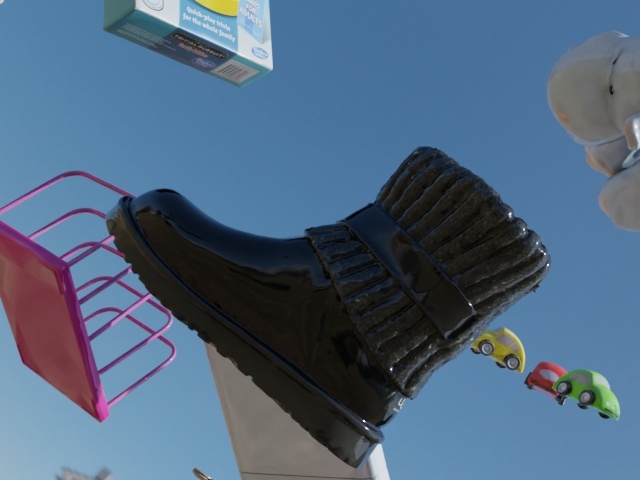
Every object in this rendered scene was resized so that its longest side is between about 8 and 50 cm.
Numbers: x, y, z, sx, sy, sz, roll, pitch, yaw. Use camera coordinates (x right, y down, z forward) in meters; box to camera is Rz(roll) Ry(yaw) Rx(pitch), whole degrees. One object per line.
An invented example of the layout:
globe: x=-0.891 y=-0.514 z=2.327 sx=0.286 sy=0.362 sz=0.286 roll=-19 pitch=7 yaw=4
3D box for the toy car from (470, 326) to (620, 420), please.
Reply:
toy car: x=0.341 y=0.195 z=1.385 sx=0.239 sy=0.053 sz=0.225 roll=33 pitch=-8 yaw=-34

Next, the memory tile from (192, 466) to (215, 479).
memory tile: x=-0.145 y=0.410 z=1.558 sx=0.113 sy=0.012 sz=0.148 roll=27 pitch=-17 yaw=24

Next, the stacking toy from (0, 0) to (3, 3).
stacking toy: x=-0.235 y=-0.295 z=0.777 sx=0.167 sy=0.221 sz=0.052 roll=62 pitch=6 yaw=30

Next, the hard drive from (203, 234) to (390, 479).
hard drive: x=-0.049 y=0.174 z=1.292 sx=0.233 sy=0.047 sz=0.353 roll=-7 pitch=-79 yaw=36

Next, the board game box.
board game box: x=-0.193 y=-0.426 z=1.431 sx=0.079 sy=0.336 sz=0.254 roll=-20 pitch=-25 yaw=39

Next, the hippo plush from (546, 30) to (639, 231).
hippo plush: x=0.370 y=-0.114 z=1.040 sx=0.236 sy=0.234 sz=0.294 roll=9 pitch=4 yaw=-43

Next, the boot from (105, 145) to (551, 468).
boot: x=0.002 y=0.001 z=0.873 sx=0.348 sy=0.260 sz=0.131 roll=40 pitch=0 yaw=15

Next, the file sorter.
file sorter: x=-0.345 y=0.073 z=1.432 sx=0.202 sy=0.182 sz=0.290 roll=26 pitch=-44 yaw=33
